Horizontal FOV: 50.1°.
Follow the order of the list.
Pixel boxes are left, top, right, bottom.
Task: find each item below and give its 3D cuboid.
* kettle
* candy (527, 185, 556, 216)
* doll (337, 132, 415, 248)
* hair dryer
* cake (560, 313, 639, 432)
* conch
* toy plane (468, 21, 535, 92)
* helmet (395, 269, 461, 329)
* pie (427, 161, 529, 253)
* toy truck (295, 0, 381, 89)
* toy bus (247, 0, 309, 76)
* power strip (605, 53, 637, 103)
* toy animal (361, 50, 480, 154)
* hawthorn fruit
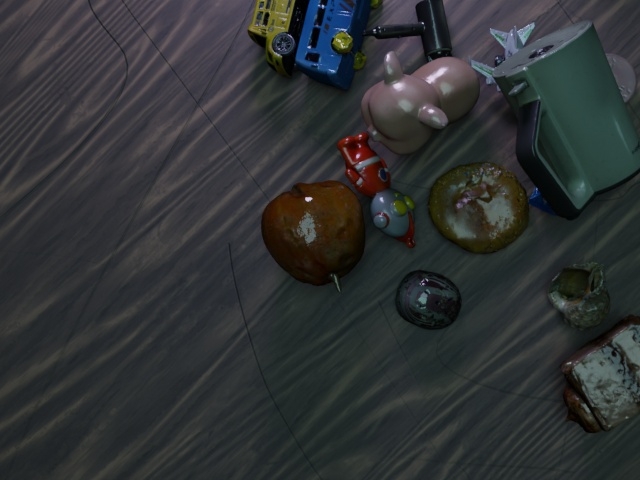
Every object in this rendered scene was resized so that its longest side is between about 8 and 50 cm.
[{"bbox_3d":[0.585,-0.277,1.643,0.361,0.250,0.376,-44,109,-35],"label":"kettle"},{"bbox_3d":[0.610,-0.140,1.816,0.088,0.038,0.136,25,78,-2],"label":"candy"},{"bbox_3d":[0.162,-0.127,1.807,0.105,0.200,0.336,-30,87,35],"label":"doll"},{"bbox_3d":[0.231,-0.539,1.840,0.248,0.078,0.195,-9,86,-14],"label":"hair dryer"},{"bbox_3d":[0.716,0.341,1.707,0.293,0.196,0.199,-34,82,9],"label":"cake"},{"bbox_3d":[0.662,0.136,1.744,0.155,0.207,0.130,9,44,13],"label":"conch"},{"bbox_3d":[0.523,-0.443,1.818,0.251,0.101,0.255,-6,90,7],"label":"toy plane"},{"bbox_3d":[0.287,0.158,1.810,0.177,0.107,0.153,16,86,8],"label":"helmet"},{"bbox_3d":[0.422,-0.091,1.827,0.273,0.069,0.273,0,83,3],"label":"pie"},{"bbox_3d":[0.055,-0.611,1.865,0.162,0.161,0.385,13,89,19],"label":"toy truck"},{"bbox_3d":[-0.104,-0.628,1.888,0.151,0.145,0.331,13,86,10],"label":"toy bus"},{"bbox_3d":[0.744,-0.410,1.797,0.154,0.078,0.154,0,87,8],"label":"power strip"},{"bbox_3d":[0.262,-0.355,1.761,0.326,0.269,0.237,-34,78,1],"label":"toy animal"},{"bbox_3d":[0.000,0.000,1.763,0.277,0.277,0.298,-25,69,5],"label":"hawthorn fruit"}]
